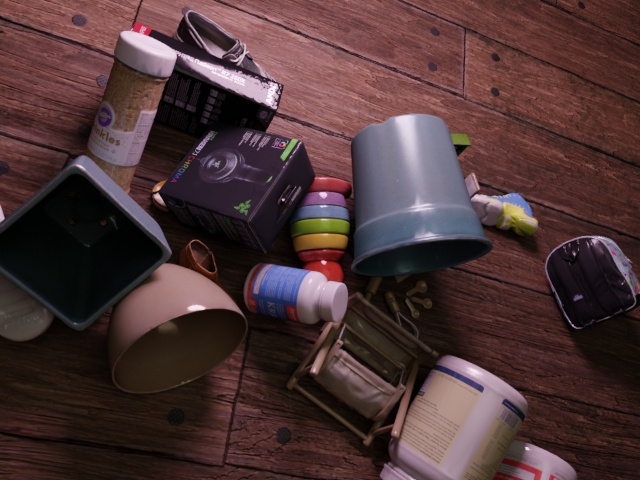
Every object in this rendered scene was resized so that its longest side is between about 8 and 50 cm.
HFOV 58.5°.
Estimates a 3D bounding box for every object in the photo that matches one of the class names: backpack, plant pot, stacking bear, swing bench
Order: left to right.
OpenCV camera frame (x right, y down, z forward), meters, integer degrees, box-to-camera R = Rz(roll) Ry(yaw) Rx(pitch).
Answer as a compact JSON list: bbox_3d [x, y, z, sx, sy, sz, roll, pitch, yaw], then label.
[{"bbox_3d":[-0.483,-0.023,1.162,0.247,0.252,0.247,-40,118,2],"label":"plant pot"},{"bbox_3d":[-0.322,0.160,1.201,0.284,0.284,0.190,-17,56,-27],"label":"plant pot"},{"bbox_3d":[0.000,0.000,1.442,0.176,0.164,0.288,-3,81,1],"label":"stacking bear"},{"bbox_3d":[0.103,0.305,1.368,0.253,0.165,0.254,38,56,-5],"label":"swing bench"},{"bbox_3d":[0.221,-0.110,1.423,0.342,0.341,0.333,-1,74,-23],"label":"plant pot"},{"bbox_3d":[0.810,0.112,1.703,0.191,0.225,0.253,-8,68,-48],"label":"backpack"}]

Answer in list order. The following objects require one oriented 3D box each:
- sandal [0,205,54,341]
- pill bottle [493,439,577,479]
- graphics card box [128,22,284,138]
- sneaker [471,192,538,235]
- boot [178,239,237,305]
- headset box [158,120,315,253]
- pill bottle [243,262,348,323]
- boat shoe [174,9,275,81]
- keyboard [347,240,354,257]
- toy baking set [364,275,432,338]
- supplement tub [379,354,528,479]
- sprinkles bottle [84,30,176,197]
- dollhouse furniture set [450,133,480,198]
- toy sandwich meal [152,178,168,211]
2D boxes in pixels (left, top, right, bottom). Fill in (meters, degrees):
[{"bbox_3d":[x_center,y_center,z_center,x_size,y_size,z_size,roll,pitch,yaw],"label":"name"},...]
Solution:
[{"bbox_3d":[-0.690,0.036,1.174,0.169,0.102,0.416,-32,80,-13],"label":"sandal"},{"bbox_3d":[0.434,0.692,1.318,0.229,0.229,0.407,33,62,-8],"label":"pill bottle"},{"bbox_3d":[-0.301,-0.356,1.404,0.371,0.233,0.094,20,61,-14],"label":"graphics card box"},{"bbox_3d":[0.557,-0.102,1.766,0.240,0.091,0.126,25,45,-12],"label":"sneaker"},{"bbox_3d":[-0.251,0.092,1.301,0.197,0.152,0.073,46,60,-1],"label":"boot"},{"bbox_3d":[-0.182,-0.128,1.339,0.283,0.131,0.246,19,63,27],"label":"headset box"},{"bbox_3d":[-0.056,0.126,1.326,0.222,0.124,0.124,7,60,26],"label":"pill bottle"},{"bbox_3d":[-0.246,-0.484,1.540,0.335,0.119,0.121,32,62,-9],"label":"boat shoe"},{"bbox_3d":[0.151,-0.007,1.583,0.180,0.023,0.108,-29,90,-30],"label":"keyboard"},{"bbox_3d":[0.205,0.166,1.533,0.197,0.030,0.256,37,61,-7],"label":"toy baking set"},{"bbox_3d":[0.304,0.459,1.323,0.236,0.235,0.324,35,77,-7],"label":"supplement tub"},{"bbox_3d":[-0.430,-0.268,1.256,0.121,0.355,0.121,23,24,-11],"label":"sprinkles bottle"},{"bbox_3d":[0.283,-0.184,1.617,0.302,0.151,0.197,-2,64,-23],"label":"dollhouse furniture set"},{"bbox_3d":[-0.374,-0.112,1.397,0.086,0.029,0.085,8,68,-20],"label":"toy sandwich meal"}]
